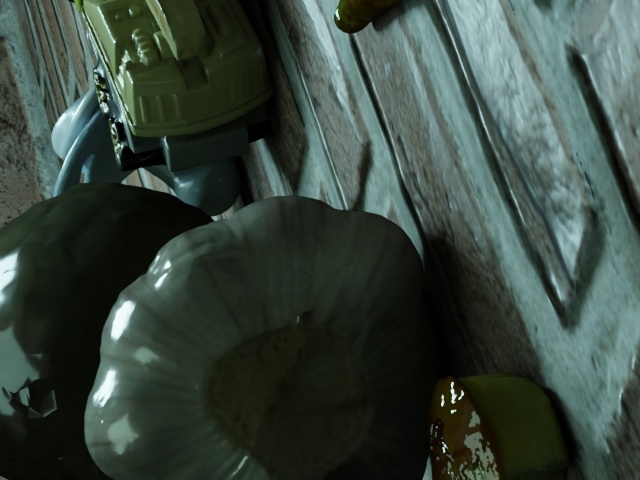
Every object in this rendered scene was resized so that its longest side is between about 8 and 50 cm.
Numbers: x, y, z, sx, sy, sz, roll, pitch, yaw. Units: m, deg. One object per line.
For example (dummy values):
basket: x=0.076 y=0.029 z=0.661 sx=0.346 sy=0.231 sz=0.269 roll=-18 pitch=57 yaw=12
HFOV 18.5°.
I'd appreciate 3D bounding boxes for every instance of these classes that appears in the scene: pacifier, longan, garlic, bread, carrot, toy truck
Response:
pacifier: x=-0.189 y=-0.116 z=2.343 sx=0.226 sy=0.287 sz=0.238 roll=33 pitch=138 yaw=9
longan: x=-0.241 y=0.128 z=2.196 sx=0.391 sy=0.391 sz=0.391 roll=168 pitch=90 yaw=-77
garlic: x=-0.036 y=0.114 z=1.665 sx=0.259 sy=0.317 sz=0.317 roll=-168 pitch=67 yaw=-72
bread: x=0.123 y=0.160 z=1.454 sx=0.156 sy=0.086 sz=0.125 roll=95 pitch=160 yaw=-48
carrot: x=0.040 y=-0.197 z=1.604 sx=0.171 sy=0.042 sz=0.042 roll=148 pitch=110 yaw=-78
toy truck: x=-0.182 y=-0.272 z=2.152 sx=0.254 sy=0.181 sz=0.405 roll=93 pitch=160 yaw=-52

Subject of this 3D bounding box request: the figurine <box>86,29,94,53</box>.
figurine: x=-0.224 y=-0.284 z=2.412 sx=0.125 sy=0.138 sz=0.125 roll=168 pitch=90 yaw=-82
